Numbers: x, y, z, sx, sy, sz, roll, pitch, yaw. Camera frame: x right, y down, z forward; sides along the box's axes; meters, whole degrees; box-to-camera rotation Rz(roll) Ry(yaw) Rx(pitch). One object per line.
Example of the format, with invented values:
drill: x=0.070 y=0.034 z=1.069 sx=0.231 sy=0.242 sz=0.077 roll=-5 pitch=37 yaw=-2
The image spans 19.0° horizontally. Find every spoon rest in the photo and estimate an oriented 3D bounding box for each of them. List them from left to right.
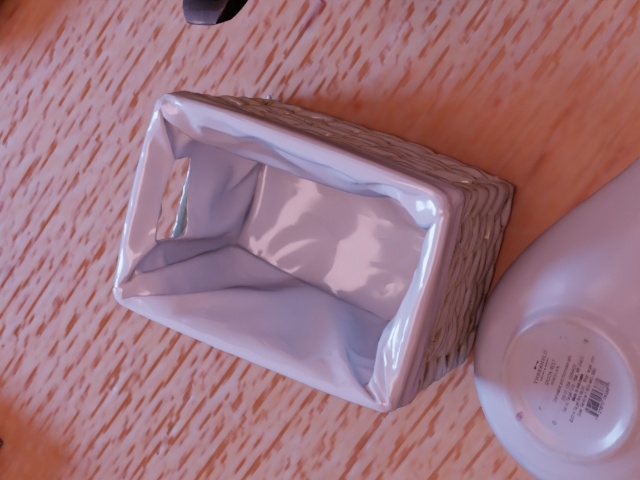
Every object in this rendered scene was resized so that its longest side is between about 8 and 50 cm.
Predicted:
spoon rest: x=0.155 y=0.005 z=0.885 sx=0.137 sy=0.084 sz=0.276 roll=32 pitch=122 yaw=23

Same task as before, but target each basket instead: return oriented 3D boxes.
basket: x=0.000 y=0.000 z=0.941 sx=0.167 sy=0.103 sz=0.113 roll=21 pitch=105 yaw=26

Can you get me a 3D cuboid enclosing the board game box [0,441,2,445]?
board game box: x=-0.370 y=0.106 z=1.185 sx=0.347 sy=0.056 sz=0.208 roll=36 pitch=106 yaw=21

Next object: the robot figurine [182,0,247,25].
robot figurine: x=-0.007 y=-0.198 z=0.817 sx=0.085 sy=0.291 sz=0.211 roll=2 pitch=97 yaw=22
